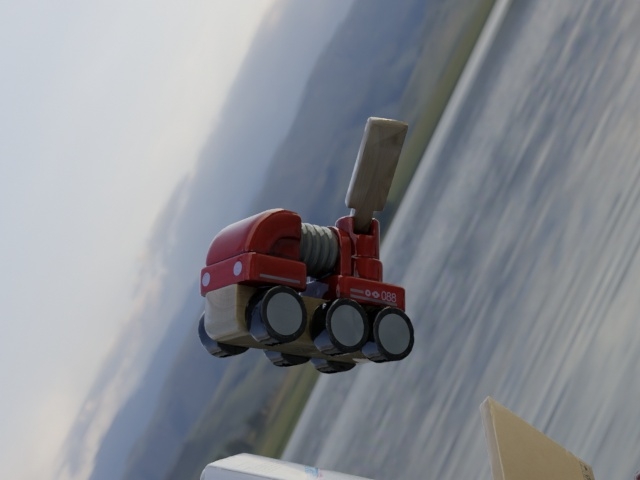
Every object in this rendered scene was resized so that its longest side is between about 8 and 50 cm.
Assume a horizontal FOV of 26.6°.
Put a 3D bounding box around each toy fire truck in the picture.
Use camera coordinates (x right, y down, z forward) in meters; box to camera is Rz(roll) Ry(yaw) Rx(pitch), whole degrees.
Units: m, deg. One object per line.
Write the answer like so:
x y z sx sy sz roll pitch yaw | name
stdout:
0.000 0.000 1.407 0.158 0.217 0.246 -19 64 51 | toy fire truck

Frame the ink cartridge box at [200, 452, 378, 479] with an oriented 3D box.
-0.013 0.436 1.886 0.131 0.306 0.226 0 -82 -64 | ink cartridge box

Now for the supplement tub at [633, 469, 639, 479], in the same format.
0.439 0.336 1.525 0.106 0.197 0.106 -19 -19 -7 | supplement tub

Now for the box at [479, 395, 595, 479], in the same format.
0.248 0.271 1.478 0.021 0.164 0.201 -48 17 21 | box
